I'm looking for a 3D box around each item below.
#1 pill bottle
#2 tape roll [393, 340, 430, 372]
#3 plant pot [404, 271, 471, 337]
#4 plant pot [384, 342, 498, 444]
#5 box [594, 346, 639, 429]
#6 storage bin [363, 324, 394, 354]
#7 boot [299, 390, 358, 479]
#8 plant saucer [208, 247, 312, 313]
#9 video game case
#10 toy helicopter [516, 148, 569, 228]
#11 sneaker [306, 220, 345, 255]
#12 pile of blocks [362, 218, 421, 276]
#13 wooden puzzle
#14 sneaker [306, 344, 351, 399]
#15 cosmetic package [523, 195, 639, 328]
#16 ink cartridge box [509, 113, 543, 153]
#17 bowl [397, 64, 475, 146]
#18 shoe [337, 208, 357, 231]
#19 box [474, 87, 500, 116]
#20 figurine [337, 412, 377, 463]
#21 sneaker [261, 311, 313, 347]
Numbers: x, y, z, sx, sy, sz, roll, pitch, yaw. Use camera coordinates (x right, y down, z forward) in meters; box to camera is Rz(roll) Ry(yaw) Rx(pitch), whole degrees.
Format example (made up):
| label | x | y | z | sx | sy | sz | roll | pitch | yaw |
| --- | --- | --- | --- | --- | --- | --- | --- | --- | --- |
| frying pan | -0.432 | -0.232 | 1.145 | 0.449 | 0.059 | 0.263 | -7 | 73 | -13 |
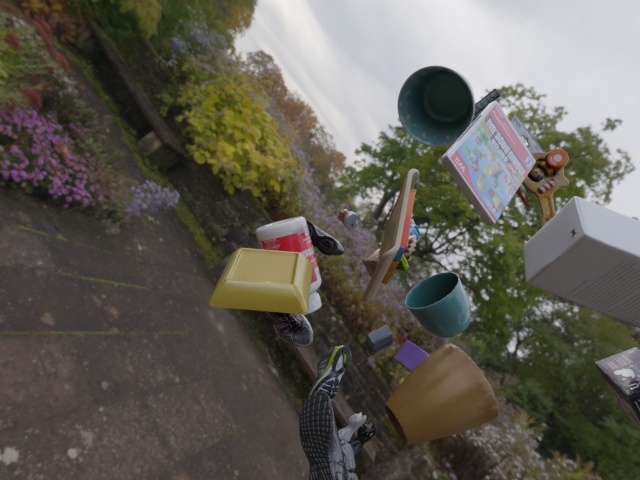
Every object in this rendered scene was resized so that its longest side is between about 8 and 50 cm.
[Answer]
| label | x | y | z | sx | sy | sz | roll | pitch | yaw |
| --- | --- | --- | --- | --- | --- | --- | --- | --- | --- |
| pill bottle | -0.127 | 0.115 | 1.767 | 0.229 | 0.229 | 0.407 | -114 | -171 | -82 |
| tape roll | 0.350 | 0.434 | 1.377 | 0.189 | 0.080 | 0.189 | 38 | -9 | 7 |
| plant pot | 0.606 | 0.338 | 1.997 | 0.235 | 0.293 | 0.293 | 57 | 1 | -11 |
| plant pot | 0.321 | 0.459 | 1.141 | 0.237 | 0.254 | 0.237 | 58 | -15 | 26 |
| box | 0.993 | 0.470 | 1.234 | 0.163 | 0.142 | 0.247 | 62 | 17 | -1 |
| storage bin | 0.270 | 0.449 | 1.860 | 0.091 | 0.135 | 0.098 | 85 | -21 | -50 |
| boot | 0.035 | 0.675 | 1.323 | 0.223 | 0.118 | 0.338 | 34 | 48 | -58 |
| plant saucer | -0.198 | 0.121 | 1.435 | 0.333 | 0.333 | 0.081 | -86 | -178 | -63 |
| video game case | 0.428 | -0.200 | 1.000 | 0.204 | 0.285 | 0.025 | 51 | -30 | -11 |
| toy helicopter | 0.937 | -0.204 | 1.718 | 0.140 | 0.235 | 0.355 | 28 | 55 | -74 |
| sneaker | 0.000 | 0.000 | 1.952 | 0.286 | 0.109 | 0.130 | 38 | 10 | 35 |
| pile of blocks | 0.283 | 0.038 | 1.381 | 0.362 | 0.149 | 0.112 | -42 | 113 | -49 |
| wooden puzzle | 0.160 | -0.004 | 0.875 | 0.044 | 0.238 | 0.221 | 20 | -33 | 5 |
| sneaker | 0.027 | 0.602 | 1.785 | 0.111 | 0.300 | 0.121 | 45 | -26 | -17 |
| cosmetic package | 0.830 | 0.083 | 1.088 | 0.453 | 0.161 | 0.230 | 22 | -41 | -1 |
| ink cartridge box | 0.832 | -0.352 | 1.827 | 0.324 | 0.330 | 0.071 | 29 | 6 | -37 |
| bowl | 0.483 | -0.552 | 1.601 | 0.311 | 0.163 | 0.311 | 24 | -45 | 27 |
| shoe | 0.108 | -0.098 | 1.701 | 0.081 | 0.063 | 0.178 | 48 | -3 | 18 |
| box | 0.828 | -0.671 | 2.094 | 0.051 | 0.220 | 0.175 | 56 | 16 | 14 |
| figurine | 0.124 | 0.787 | 1.589 | 0.092 | 0.209 | 0.215 | 44 | -12 | -4 |
| sneaker | -0.125 | 0.285 | 1.434 | 0.299 | 0.121 | 0.112 | 53 | -11 | -25 |
